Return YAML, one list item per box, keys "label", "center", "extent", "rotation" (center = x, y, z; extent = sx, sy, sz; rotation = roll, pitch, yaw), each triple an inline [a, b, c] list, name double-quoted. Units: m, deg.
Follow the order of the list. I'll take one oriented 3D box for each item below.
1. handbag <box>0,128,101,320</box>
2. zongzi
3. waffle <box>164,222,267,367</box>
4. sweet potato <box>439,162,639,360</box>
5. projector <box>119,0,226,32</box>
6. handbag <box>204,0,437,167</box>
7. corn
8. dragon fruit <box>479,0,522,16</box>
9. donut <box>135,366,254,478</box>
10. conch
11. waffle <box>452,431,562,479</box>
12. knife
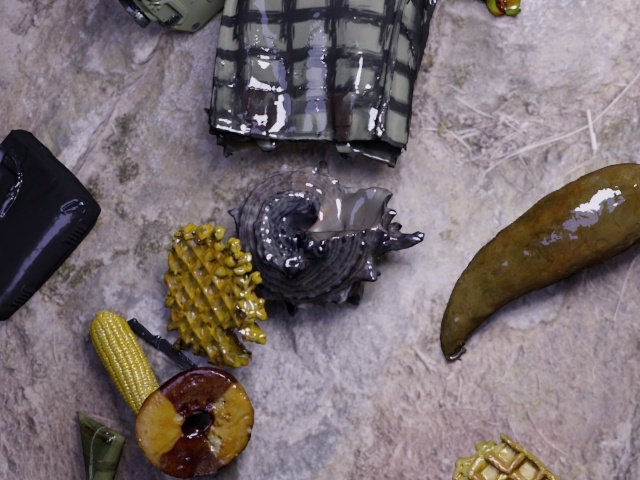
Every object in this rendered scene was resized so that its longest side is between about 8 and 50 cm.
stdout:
- label: "handbag"
  center: [-0.524, -0.028, 1.970]
  extent: [0.244, 0.088, 0.275]
  rotation: [43, 97, 23]
- label: "zongzi"
  center: [-0.373, 0.344, 1.870]
  extent: [0.113, 0.052, 0.104]
  rotation: [21, 92, 34]
- label: "waffle"
  center: [-0.169, 0.086, 1.786]
  extent: [0.229, 0.051, 0.231]
  rotation: [9, 110, 47]
- label: "sweet potato"
  center: [0.323, 0.018, 1.672]
  extent: [0.423, 0.130, 0.130]
  rotation: [-37, 71, 15]
- label: "projector"
  center: [-0.232, -0.425, 1.853]
  extent: [0.193, 0.269, 0.088]
  rotation: [-42, 70, 7]
- label: "handbag"
  center: [-0.003, -0.285, 1.785]
  extent: [0.325, 0.162, 0.327]
  rotation: [3, 69, 18]
- label: "corn"
  center: [-0.312, 0.200, 1.865]
  extent: [0.067, 0.067, 0.206]
  rotation: [-36, 71, 8]
- label: "dragon fruit"
  center: [0.264, -0.430, 1.786]
  extent: [0.175, 0.138, 0.142]
  rotation: [52, 140, -9]
- label: "donut"
  center: [-0.190, 0.277, 1.784]
  extent: [0.166, 0.073, 0.184]
  rotation: [40, 100, -3]
- label: "conch"
  center: [-0.003, -0.013, 1.766]
  extent: [0.313, 0.186, 0.240]
  rotation: [1, 70, 38]
- label: "waffle"
  center: [0.261, 0.413, 1.642]
  extent: [0.229, 0.057, 0.219]
  rotation: [38, 93, 21]
- label: "knife"
  center: [-0.251, 0.176, 1.881]
  extent: [0.170, 0.010, 0.023]
  rotation: [35, 97, 19]
